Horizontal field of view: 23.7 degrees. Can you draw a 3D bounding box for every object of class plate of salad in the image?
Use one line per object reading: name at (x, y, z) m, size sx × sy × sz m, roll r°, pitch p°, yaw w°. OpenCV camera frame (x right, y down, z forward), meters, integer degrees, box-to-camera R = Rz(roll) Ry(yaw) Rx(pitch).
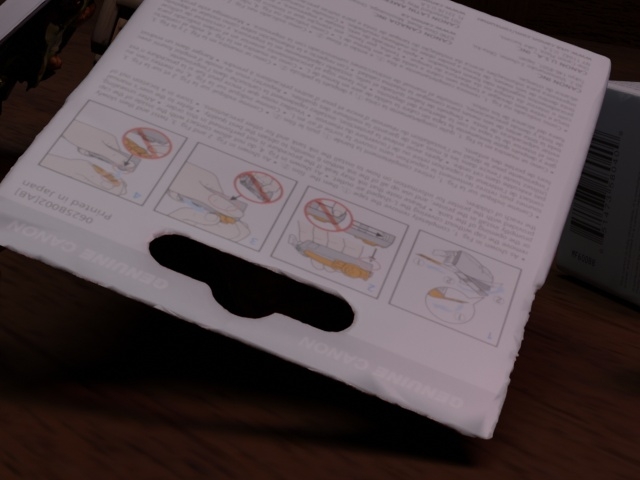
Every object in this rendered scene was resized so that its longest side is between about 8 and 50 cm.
plate of salad at (-0.180, -0.105, 0.880) m, size 0.048 × 0.200 × 0.200 m, roll 48°, pitch 5°, yaw -12°

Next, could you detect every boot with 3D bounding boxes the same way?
boot at (0.000, 0.000, 0.607) m, size 0.106 × 0.037 × 0.114 m, roll -3°, pitch 37°, yaw -29°

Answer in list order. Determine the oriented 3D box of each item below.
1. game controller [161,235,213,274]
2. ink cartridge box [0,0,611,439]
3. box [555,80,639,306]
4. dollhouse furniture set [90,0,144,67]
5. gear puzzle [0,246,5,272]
game controller at (-0.028, -0.037, 0.804) m, size 0.166 × 0.067 × 0.319 m, roll 5°, pitch 12°, yaw -8°
ink cartridge box at (-0.002, -0.025, 0.583) m, size 0.189 × 0.066 × 0.232 m, roll 21°, pitch 46°, yaw 5°
box at (0.183, -0.021, 0.746) m, size 0.087 × 0.101 × 0.102 m, roll 1°, pitch 14°, yaw -26°
dollhouse furniture set at (-0.017, -0.164, 0.955) m, size 0.212 × 0.161 × 0.242 m, roll 18°, pitch -5°, yaw -7°
gear puzzle at (-0.282, 0.016, 0.483) m, size 0.339 × 0.044 × 0.175 m, roll 5°, pitch 13°, yaw 6°
